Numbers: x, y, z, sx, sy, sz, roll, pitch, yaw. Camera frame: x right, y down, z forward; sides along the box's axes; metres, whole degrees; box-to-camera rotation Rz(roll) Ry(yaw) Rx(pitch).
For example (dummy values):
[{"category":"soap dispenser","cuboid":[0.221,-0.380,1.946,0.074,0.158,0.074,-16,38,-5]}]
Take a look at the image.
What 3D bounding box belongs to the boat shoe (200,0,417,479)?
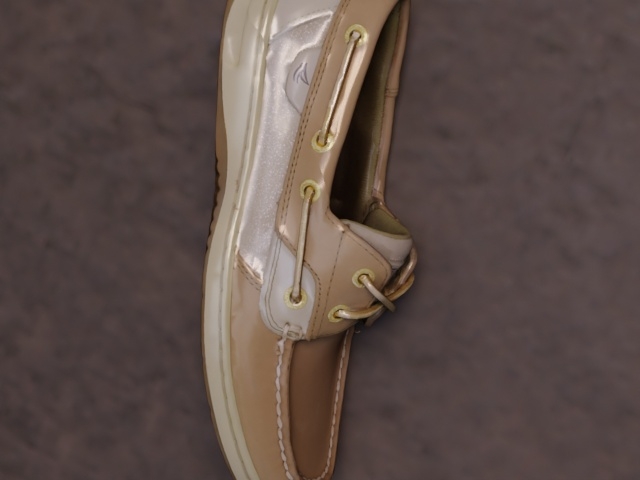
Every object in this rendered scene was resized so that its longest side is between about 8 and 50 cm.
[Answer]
[{"category":"boat shoe","cuboid":[0.000,0.000,0.453,0.045,0.050,0.135,4,101,20]}]
